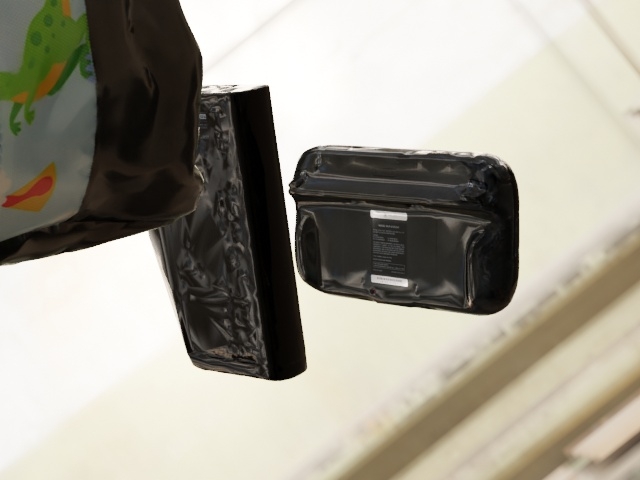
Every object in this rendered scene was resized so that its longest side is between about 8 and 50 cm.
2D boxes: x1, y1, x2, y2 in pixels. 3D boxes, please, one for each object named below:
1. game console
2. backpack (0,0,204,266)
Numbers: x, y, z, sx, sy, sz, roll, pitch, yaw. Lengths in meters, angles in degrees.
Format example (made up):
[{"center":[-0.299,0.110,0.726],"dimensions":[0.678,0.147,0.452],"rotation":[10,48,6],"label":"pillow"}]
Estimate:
[{"center":[0.000,0.000,1.329],"dimensions":[0.044,0.213,0.361],"rotation":[-17,16,-40],"label":"game console"},{"center":[-0.250,-0.065,0.562],"dimensions":[0.355,0.290,0.273],"rotation":[-34,-40,-34],"label":"backpack"}]
